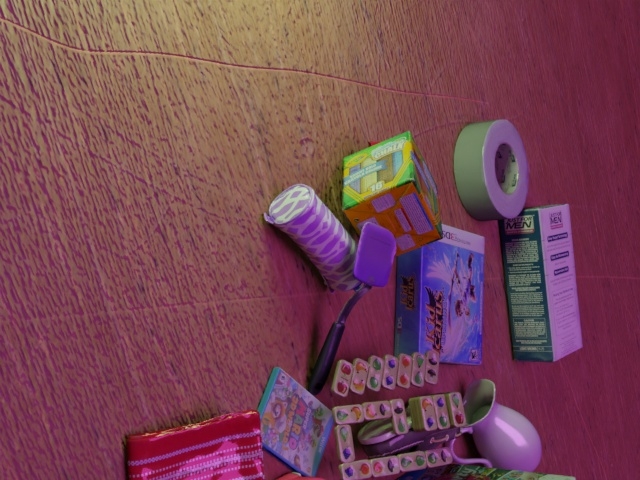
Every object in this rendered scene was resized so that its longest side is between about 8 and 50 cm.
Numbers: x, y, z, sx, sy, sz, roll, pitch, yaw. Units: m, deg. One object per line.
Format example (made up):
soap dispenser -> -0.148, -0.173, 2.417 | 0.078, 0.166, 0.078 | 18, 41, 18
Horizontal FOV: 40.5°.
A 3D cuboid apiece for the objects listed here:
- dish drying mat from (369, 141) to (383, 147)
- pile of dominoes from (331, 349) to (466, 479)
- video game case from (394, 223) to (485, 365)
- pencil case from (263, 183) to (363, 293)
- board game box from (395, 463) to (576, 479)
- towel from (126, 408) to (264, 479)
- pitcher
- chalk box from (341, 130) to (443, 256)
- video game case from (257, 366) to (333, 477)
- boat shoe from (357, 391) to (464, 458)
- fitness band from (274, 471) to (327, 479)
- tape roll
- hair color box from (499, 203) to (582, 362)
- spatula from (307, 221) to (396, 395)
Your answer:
dish drying mat -> 0.117, -0.169, 1.618 | 0.083, 0.008, 0.032 | -8, 92, -51
pile of dominoes -> 0.130, 0.280, 1.422 | 0.251, 0.040, 0.196 | 1, 73, -36
video game case -> 0.239, 0.107, 1.704 | 0.244, 0.061, 0.269 | 13, 77, -49
pencil case -> 0.000, 0.000, 1.399 | 0.206, 0.088, 0.086 | 51, 13, -36
board game box -> 0.261, 0.476, 1.497 | 0.224, 0.303, 0.097 | -14, 97, -52
towel -> -0.154, 0.375, 1.157 | 0.199, 0.031, 0.274 | -5, 89, -33
pitcher -> 0.352, 0.415, 1.785 | 0.177, 0.125, 0.207 | -50, 116, -17
chalk box -> 0.123, -0.088, 1.490 | 0.132, 0.132, 0.213 | 57, 21, -31
video game case -> -0.042, 0.291, 1.366 | 0.166, 0.015, 0.119 | 47, 52, -39
boat shoe -> 0.172, 0.345, 1.555 | 0.305, 0.109, 0.091 | -8, 88, -56
fitness band -> -0.062, 0.473, 1.298 | 0.291, 0.054, 0.209 | -17, 103, -50
tape roll -> 0.376, -0.153, 1.893 | 0.219, 0.072, 0.219 | 8, 80, -52
hair color box -> 0.514, 0.095, 2.015 | 0.174, 0.105, 0.347 | -9, 94, -52
spatula -> 0.046, 0.117, 1.401 | 0.084, 0.030, 0.296 | 20, 98, -39
